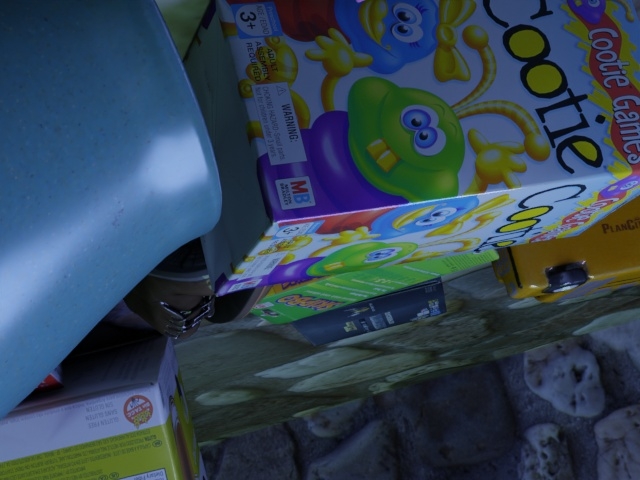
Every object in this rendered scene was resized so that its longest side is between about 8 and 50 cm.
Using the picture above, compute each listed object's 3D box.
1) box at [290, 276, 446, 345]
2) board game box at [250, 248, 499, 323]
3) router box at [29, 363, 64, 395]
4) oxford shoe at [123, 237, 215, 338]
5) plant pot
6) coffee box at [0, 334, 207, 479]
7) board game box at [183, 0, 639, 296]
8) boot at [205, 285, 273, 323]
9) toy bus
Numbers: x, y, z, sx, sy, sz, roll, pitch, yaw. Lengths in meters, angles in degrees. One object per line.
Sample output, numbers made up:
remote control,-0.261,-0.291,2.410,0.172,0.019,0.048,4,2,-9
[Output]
box,0.058,0.068,1.465,0.183,0.059,0.233,-14,165,4
board game box,0.049,0.031,1.249,0.259,0.039,0.124,-20,161,12
router box,-0.418,0.109,1.116,0.301,0.082,0.335,-13,166,-5
oxford shoe,-0.107,0.030,0.959,0.082,0.096,0.227,-28,-169,-20
plant pot,-0.189,-0.030,0.474,0.255,0.272,0.272,-28,170,-15
coffee box,-0.302,0.328,1.389,0.338,0.335,0.337,-14,-175,-3
board game box,0.063,-0.071,0.763,0.275,0.144,0.142,-9,165,-22
boot,-0.033,-0.014,0.991,0.115,0.112,0.305,-18,168,-31
toy bus,0.341,-0.006,1.363,0.332,0.108,0.130,-10,167,-19
